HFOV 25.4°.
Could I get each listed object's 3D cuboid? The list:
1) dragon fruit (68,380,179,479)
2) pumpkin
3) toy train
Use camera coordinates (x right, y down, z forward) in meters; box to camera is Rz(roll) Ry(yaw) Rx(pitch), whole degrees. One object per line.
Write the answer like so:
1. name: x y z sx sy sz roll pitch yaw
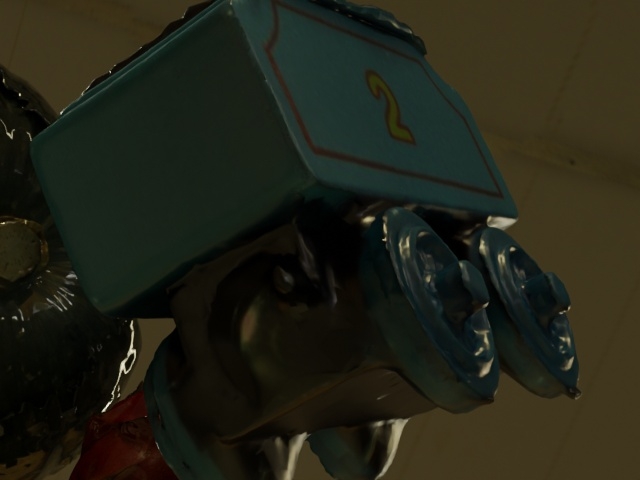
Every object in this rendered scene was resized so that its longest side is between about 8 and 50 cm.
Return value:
1. dragon fruit: -0.115 0.199 0.853 0.125 0.246 0.125 24 -34 1
2. pumpkin: -0.274 0.025 1.007 0.328 0.257 0.291 47 -124 -16
3. toy train: 0.000 0.000 0.786 0.188 0.300 0.265 -30 -106 23
